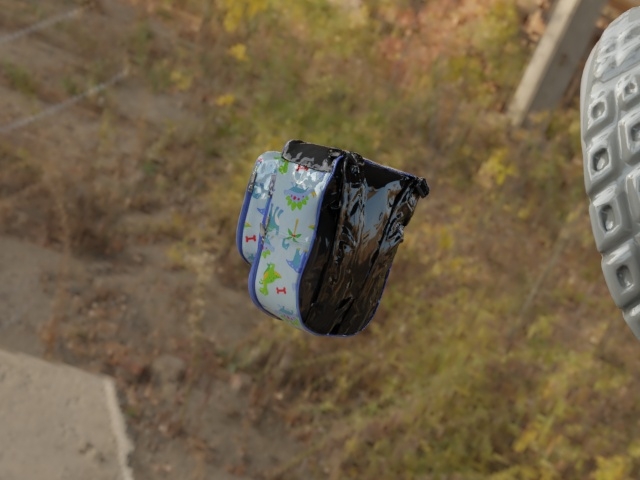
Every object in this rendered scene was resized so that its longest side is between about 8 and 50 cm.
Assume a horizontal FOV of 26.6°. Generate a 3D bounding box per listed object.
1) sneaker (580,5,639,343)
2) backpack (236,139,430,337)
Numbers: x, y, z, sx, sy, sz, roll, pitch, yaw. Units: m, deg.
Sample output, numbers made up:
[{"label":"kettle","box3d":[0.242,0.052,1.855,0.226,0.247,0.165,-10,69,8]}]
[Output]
[{"label":"sneaker","box3d":[0.189,0.036,0.576,0.297,0.111,0.129,62,7,-9]},{"label":"backpack","box3d":[0.000,0.000,0.860,0.084,0.114,0.105,16,1,39]}]
